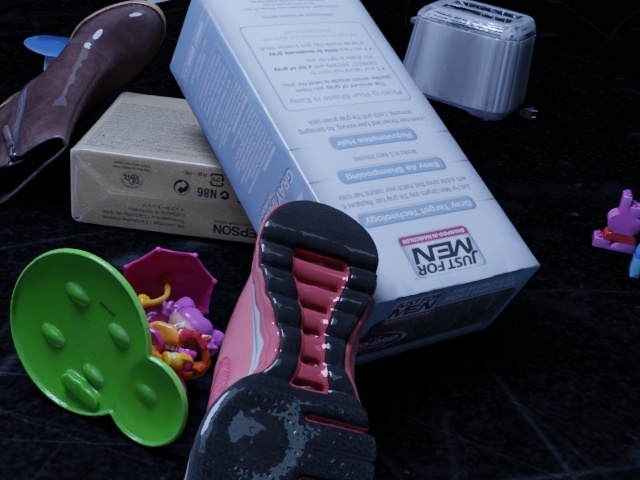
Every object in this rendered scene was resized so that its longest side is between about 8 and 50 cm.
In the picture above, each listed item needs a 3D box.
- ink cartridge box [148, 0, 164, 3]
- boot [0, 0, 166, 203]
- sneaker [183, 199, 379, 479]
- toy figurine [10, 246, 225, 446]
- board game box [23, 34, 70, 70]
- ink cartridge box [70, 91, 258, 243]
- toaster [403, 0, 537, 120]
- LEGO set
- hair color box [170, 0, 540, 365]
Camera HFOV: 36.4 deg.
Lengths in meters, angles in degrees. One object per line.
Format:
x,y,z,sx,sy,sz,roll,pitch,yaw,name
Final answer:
-0.368,-0.513,1.902,0.232,0.066,0.189,39,35,11,ink cartridge box
-0.269,-0.151,1.075,0.248,0.090,0.207,-34,32,11,boot
-0.027,0.124,0.697,0.116,0.136,0.314,19,50,-6,sneaker
-0.131,0.067,0.785,0.173,0.130,0.159,41,26,13,toy figurine
-0.349,-0.266,1.431,0.169,0.033,0.133,4,22,-19,board game box
-0.132,-0.083,1.072,0.235,0.088,0.193,7,26,3,ink cartridge box
0.234,-0.279,1.487,0.227,0.146,0.129,23,32,26,toaster
0.422,0.000,1.060,0.227,0.093,0.087,12,28,8,LEGO set
0.019,-0.077,0.922,0.185,0.113,0.374,-11,57,-32,hair color box
